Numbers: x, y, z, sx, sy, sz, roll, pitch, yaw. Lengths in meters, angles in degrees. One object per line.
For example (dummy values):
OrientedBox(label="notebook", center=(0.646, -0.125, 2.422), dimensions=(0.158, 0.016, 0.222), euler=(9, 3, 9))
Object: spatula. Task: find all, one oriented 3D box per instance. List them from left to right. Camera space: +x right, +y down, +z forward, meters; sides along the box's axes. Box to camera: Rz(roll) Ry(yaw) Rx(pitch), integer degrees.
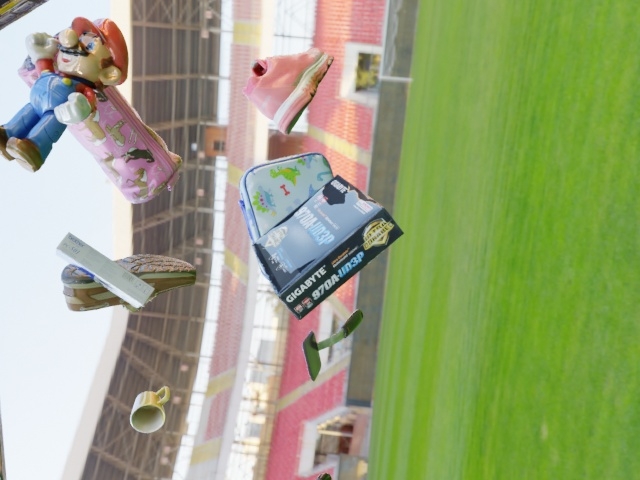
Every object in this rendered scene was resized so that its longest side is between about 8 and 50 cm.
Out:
OrientedBox(label="spatula", center=(0.030, 0.196, 1.348), dimensions=(0.296, 0.030, 0.084), euler=(-26, -74, -60))

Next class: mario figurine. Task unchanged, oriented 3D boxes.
OrientedBox(label="mario figurine", center=(-0.478, -0.291, 1.199), dimensions=(0.320, 0.198, 0.170), euler=(-59, 10, -21))

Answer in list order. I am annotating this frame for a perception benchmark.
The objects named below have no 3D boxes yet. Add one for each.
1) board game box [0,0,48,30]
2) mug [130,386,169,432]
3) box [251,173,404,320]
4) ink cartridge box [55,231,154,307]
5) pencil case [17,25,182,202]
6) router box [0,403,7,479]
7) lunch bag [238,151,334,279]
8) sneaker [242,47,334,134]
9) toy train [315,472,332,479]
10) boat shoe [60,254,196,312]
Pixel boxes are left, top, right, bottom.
OrientedBox(label="board game box", center=(-0.652, -0.471, 1.361), dimensions=(0.048, 0.170, 0.141), euler=(58, -179, -18))
OrientedBox(label="mug", center=(-0.315, 0.314, 1.252), dimensions=(0.064, 0.078, 0.062), euler=(-124, 23, -66))
OrientedBox(label="box", center=(0.000, 0.000, 0.925), dimensions=(0.051, 0.175, 0.220), euler=(50, 180, -22))
OrientedBox(label="ink cartridge box", center=(-0.450, 0.065, 1.397), dimensions=(0.046, 0.207, 0.097), euler=(-58, 13, -20))
OrientedBox(label="pencil case", center=(-0.462, -0.258, 1.435), dimensions=(0.386, 0.160, 0.167), euler=(56, 177, -31))
OrientedBox(label="router box", center=(-0.830, 0.450, 1.464), dimensions=(0.309, 0.243, 0.081), euler=(-128, 36, -47))
OrientedBox(label="lunch bag", center=(-0.048, -0.040, 1.195), dimensions=(0.090, 0.176, 0.219), euler=(163, 90, -77))
OrientedBox(label="sneaker", center=(-0.066, -0.337, 1.342), dimensions=(0.116, 0.136, 0.314), euler=(-51, 11, 33))
OrientedBox(label="toy train", center=(-0.009, 0.432, 1.131), dimensions=(0.036, 0.027, 0.158), euler=(68, -164, 3))
OrientedBox(label="boat shoe", center=(-0.473, 0.111, 1.654), dimensions=(0.122, 0.324, 0.120), euler=(37, 124, 55))
